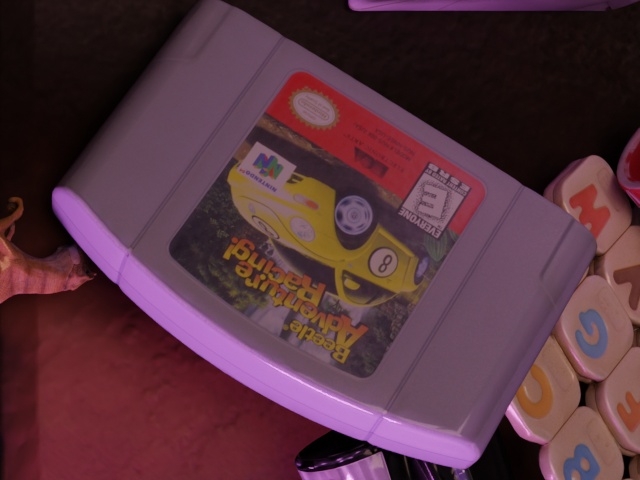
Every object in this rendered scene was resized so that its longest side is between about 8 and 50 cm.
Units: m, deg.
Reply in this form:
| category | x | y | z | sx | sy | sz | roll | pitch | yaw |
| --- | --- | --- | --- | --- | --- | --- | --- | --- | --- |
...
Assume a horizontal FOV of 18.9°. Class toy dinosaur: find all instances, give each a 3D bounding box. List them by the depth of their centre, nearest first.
| category | x | y | z | sx | sy | sz | roll | pitch | yaw |
| --- | --- | --- | --- | --- | --- | --- | --- | --- | --- |
| toy dinosaur | -0.221 | 0.022 | 1.087 | 0.212 | 0.064 | 0.112 | -19 | 94 | -28 |

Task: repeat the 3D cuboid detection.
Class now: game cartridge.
| category | x | y | z | sx | sy | sz | roll | pitch | yaw |
| --- | --- | --- | --- | --- | --- | --- | --- | --- | --- |
| game cartridge | 0.000 | 0.000 | 1.147 | 0.294 | 0.060 | 0.196 | 32 | 66 | 2 |

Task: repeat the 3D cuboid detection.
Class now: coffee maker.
| category | x | y | z | sx | sy | sz | roll | pitch | yaw |
| --- | --- | --- | --- | --- | --- | --- | --- | --- | --- |
| coffee maker | 0.084 | 0.183 | 1.209 | 0.171 | 0.120 | 0.178 | -25 | 97 | -51 |

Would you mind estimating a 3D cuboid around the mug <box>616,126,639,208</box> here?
| category | x | y | z | sx | sy | sz | roll | pitch | yaw |
| --- | --- | --- | --- | --- | --- | --- | --- | --- | --- |
| mug | 0.283 | -0.019 | 1.323 | 0.169 | 0.150 | 0.113 | 42 | 90 | -22 |

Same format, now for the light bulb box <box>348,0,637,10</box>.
| category | x | y | z | sx | sy | sz | roll | pitch | yaw |
| --- | --- | --- | --- | --- | --- | --- | --- | --- | --- |
| light bulb box | 0.175 | -0.350 | 1.173 | 0.225 | 0.358 | 0.361 | -4 | 86 | -30 |

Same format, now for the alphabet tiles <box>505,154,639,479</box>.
| category | x | y | z | sx | sy | sz | roll | pitch | yaw |
| --- | --- | --- | --- | --- | --- | --- | --- | --- | --- |
| alphabet tiles | 0.221 | 0.088 | 1.278 | 0.278 | 0.021 | 0.284 | -42 | 104 | -46 |
